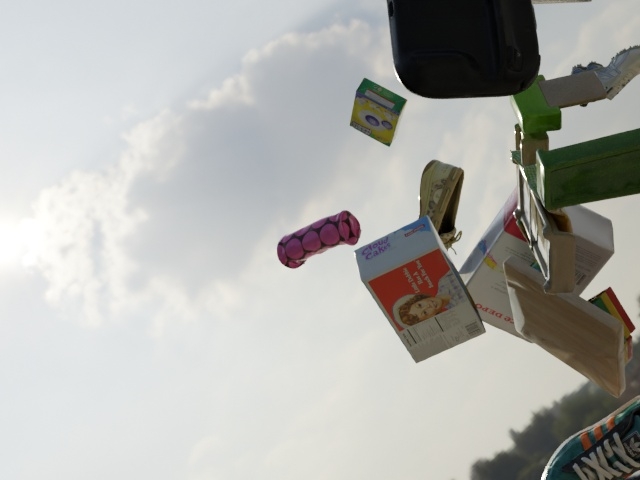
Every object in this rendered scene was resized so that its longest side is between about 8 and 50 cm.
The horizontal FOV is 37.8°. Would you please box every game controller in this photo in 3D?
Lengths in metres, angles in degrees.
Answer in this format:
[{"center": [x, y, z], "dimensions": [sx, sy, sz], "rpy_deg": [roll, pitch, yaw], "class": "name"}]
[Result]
[{"center": [0.157, -0.310, 1.093], "dimensions": [0.166, 0.319, 0.067], "rpy_deg": [-6, -22, 5], "class": "game controller"}]

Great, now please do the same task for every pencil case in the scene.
[{"center": [0.000, 0.000, 2.184], "dimensions": [0.209, 0.095, 0.098], "rpy_deg": [-21, -46, 38], "class": "pencil case"}]

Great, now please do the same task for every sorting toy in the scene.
[{"center": [0.494, 0.146, 1.816], "dimensions": [0.089, 0.257, 0.255], "rpy_deg": [-43, -38, -15], "class": "sorting toy"}]

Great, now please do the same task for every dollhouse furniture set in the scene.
[{"center": [0.387, -0.085, 1.418], "dimensions": [0.151, 0.198, 0.302], "rpy_deg": [-13, -43, 2], "class": "dollhouse furniture set"}]

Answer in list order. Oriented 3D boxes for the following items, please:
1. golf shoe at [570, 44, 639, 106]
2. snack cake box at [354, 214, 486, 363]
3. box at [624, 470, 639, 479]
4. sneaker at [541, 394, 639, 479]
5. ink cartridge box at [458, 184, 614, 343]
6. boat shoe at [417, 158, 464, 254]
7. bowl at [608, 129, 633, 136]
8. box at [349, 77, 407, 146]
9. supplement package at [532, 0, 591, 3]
[{"center": [0.538, -0.291, 1.686], "dimensions": [0.176, 0.086, 0.069], "rpy_deg": [-18, -31, 42], "class": "golf shoe"}, {"center": [0.186, 0.096, 1.725], "dimensions": [0.152, 0.089, 0.264], "rpy_deg": [-25, -49, 10], "class": "snack cake box"}, {"center": [0.797, 0.526, 1.769], "dimensions": [0.212, 0.294, 0.395], "rpy_deg": [-15, -14, -35], "class": "box"}, {"center": [0.514, 0.361, 1.626], "dimensions": [0.302, 0.108, 0.121], "rpy_deg": [-36, -8, -12], "class": "sneaker"}, {"center": [0.453, 0.049, 2.017], "dimensions": [0.131, 0.226, 0.306], "rpy_deg": [-71, 8, -51], "class": "ink cartridge box"}, {"center": [0.281, -0.046, 2.182], "dimensions": [0.104, 0.089, 0.285], "rpy_deg": [-39, -44, -45], "class": "boat shoe"}, {"center": [0.724, -0.188, 2.081], "dimensions": [0.080, 0.170, 0.170], "rpy_deg": [-41, -16, 35], "class": "bowl"}, {"center": [0.118, -0.263, 1.973], "dimensions": [0.043, 0.105, 0.179], "rpy_deg": [-59, -8, -17], "class": "box"}, {"center": [0.468, -0.608, 1.854], "dimensions": [0.204, 0.145, 0.262], "rpy_deg": [-4, -26, -6], "class": "supplement package"}]
